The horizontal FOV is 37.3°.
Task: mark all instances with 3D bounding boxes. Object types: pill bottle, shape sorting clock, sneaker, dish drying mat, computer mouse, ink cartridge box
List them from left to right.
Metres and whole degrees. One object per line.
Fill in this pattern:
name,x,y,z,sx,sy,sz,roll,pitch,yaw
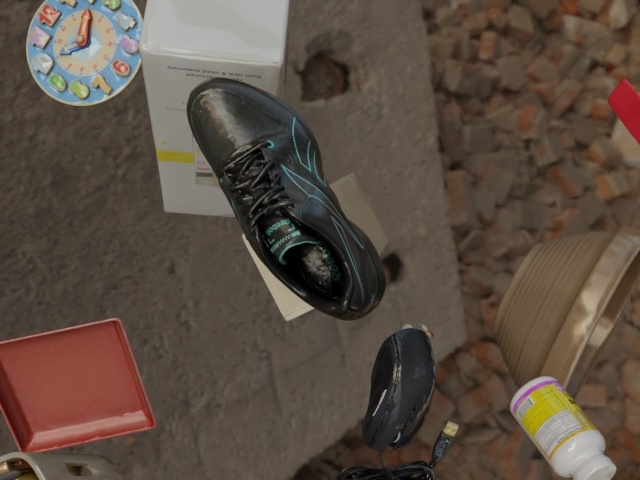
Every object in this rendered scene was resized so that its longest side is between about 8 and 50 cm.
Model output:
shape sorting clock,-0.380,-0.319,1.529,0.040,0.206,0.206,24,58,-75
ink cartridge box,-0.123,-0.235,1.223,0.160,0.384,0.279,5,65,-4
sneaker,-0.033,-0.040,0.863,0.267,0.101,0.106,52,15,2
computer mouse,0.143,0.259,1.372,0.184,0.060,0.262,9,103,-32
pill bottle,0.177,0.142,0.690,0.043,0.043,0.083,26,22,-43
dish drying mat,0.322,-0.132,0.974,0.008,0.032,0.083,18,34,-28

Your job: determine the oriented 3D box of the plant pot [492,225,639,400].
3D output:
plant pot,0.267,0.080,1.059,0.237,0.110,0.237,-48,154,-34

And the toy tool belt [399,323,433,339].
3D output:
toy tool belt,0.156,0.176,1.643,0.051,0.083,0.052,-38,101,-25

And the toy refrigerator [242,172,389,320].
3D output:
toy refrigerator,0.000,0.000,1.069,0.102,0.094,0.269,63,14,-4

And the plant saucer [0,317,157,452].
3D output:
plant saucer,-0.451,0.256,1.709,0.047,0.258,0.259,-104,-178,-58

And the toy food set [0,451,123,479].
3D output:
toy food set,-0.478,0.400,1.418,0.092,0.306,0.220,70,12,19
